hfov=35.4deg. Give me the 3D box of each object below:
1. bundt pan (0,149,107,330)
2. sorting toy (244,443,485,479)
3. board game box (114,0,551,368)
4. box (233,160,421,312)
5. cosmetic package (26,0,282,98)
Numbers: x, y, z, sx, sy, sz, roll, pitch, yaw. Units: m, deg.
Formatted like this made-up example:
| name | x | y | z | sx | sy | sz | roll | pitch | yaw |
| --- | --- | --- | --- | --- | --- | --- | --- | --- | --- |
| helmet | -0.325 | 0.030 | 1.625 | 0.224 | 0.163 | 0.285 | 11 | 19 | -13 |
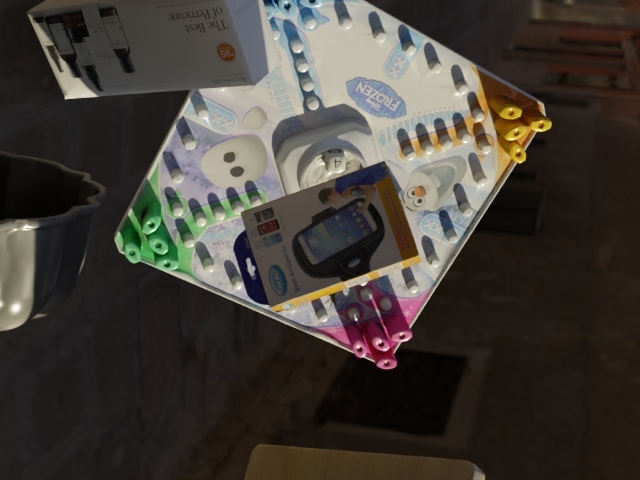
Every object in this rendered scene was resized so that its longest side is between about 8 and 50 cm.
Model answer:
| name | x | y | z | sx | sy | sz | roll | pitch | yaw |
| --- | --- | --- | --- | --- | --- | --- | --- | --- | --- |
| bundt pan | -0.366 | 0.000 | 0.918 | 0.331 | 0.330 | 0.124 | -41 | 140 | -70 |
| sorting toy | 0.027 | 0.330 | 0.913 | 0.089 | 0.255 | 0.257 | 39 | 57 | -43 |
| board game box | 0.017 | -0.070 | 1.169 | 0.390 | 0.390 | 0.050 | -59 | -159 | 15 |
| box | 0.000 | 0.000 | 0.769 | 0.028 | 0.136 | 0.081 | 63 | 8 | -75 |
| cosmetic package | -0.161 | -0.194 | 0.951 | 0.060 | 0.239 | 0.099 | -53 | 134 | -43 |
